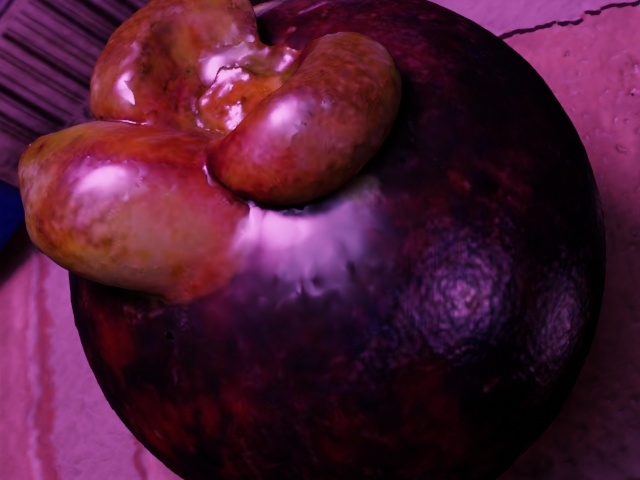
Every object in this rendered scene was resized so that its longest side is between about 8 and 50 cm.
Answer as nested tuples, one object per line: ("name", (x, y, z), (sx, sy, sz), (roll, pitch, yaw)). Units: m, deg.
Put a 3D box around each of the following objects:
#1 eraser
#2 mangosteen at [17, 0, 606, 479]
("eraser", (-0.185, -0.114, 1.101), (0.332, 0.155, 0.101), (-50, 48, 9))
("mangosteen", (0.000, 0.000, 0.921), (0.288, 0.288, 0.288), (-9, 64, 18))
